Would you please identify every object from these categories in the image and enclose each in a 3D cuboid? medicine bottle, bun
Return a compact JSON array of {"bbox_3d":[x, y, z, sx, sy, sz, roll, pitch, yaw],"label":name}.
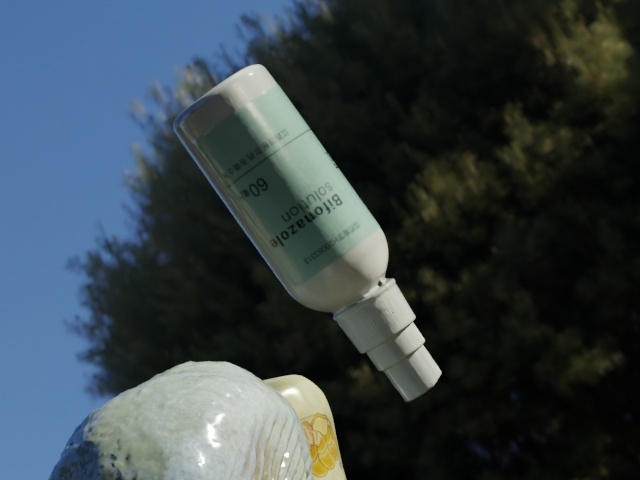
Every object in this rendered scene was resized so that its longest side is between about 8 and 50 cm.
[{"bbox_3d":[0.000,0.000,1.582,0.110,0.352,0.110,-36,1,1],"label":"medicine bottle"},{"bbox_3d":[-0.126,0.281,1.427,0.211,0.361,0.362,-3,-29,16],"label":"bun"}]

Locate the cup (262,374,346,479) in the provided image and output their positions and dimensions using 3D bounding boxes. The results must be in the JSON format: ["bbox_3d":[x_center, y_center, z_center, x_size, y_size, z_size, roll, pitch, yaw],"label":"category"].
[{"bbox_3d":[-0.098,0.270,1.799,0.255,0.202,0.173,-13,-9,-15],"label":"cup"}]
